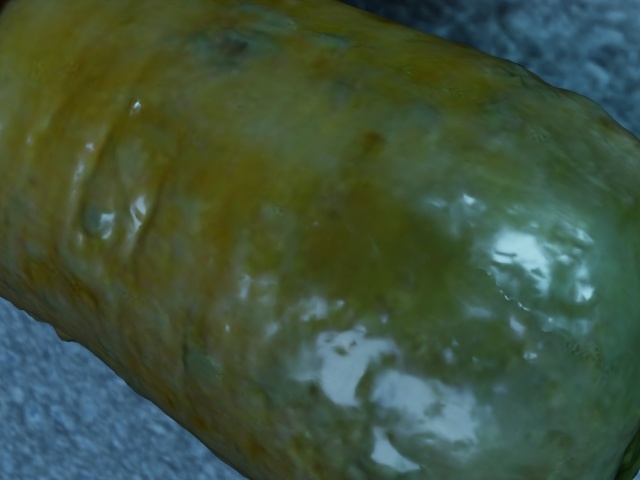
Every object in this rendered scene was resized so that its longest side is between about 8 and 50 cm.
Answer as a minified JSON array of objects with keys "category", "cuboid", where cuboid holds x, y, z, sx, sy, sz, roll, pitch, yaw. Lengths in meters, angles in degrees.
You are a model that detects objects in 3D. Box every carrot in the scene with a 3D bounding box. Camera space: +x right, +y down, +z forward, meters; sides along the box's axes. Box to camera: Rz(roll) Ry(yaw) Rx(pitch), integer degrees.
[{"category":"carrot","cuboid":[0.000,0.000,0.828,0.340,0.224,0.224,27,131,17]}]
